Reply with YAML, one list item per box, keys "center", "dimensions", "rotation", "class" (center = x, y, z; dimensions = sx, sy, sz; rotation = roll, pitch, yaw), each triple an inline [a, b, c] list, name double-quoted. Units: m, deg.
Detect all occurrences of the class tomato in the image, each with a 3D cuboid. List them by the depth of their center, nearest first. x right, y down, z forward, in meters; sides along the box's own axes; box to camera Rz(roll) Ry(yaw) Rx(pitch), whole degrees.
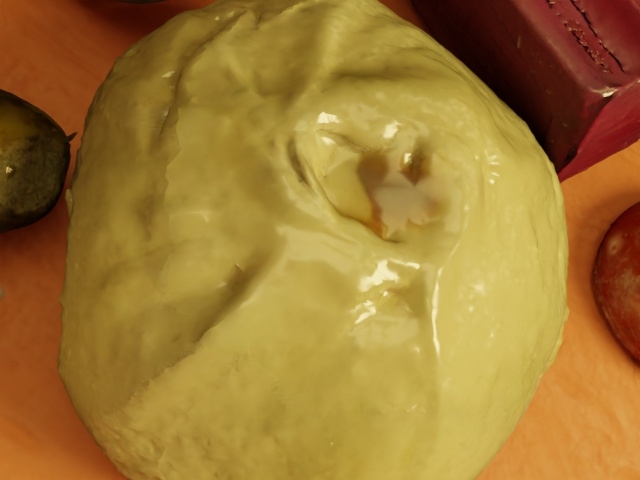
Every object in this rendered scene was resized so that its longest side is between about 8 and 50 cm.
- center: [0.289, 0.033, 0.641]
  dimensions: [0.139, 0.091, 0.159]
  rotation: [-23, 80, -15]
  class: "tomato"

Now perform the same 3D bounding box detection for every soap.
- center: [0.148, -0.176, 0.637]
  dimensions: [0.099, 0.162, 0.250]
  rotation: [-29, 70, -5]
  class: "soap"

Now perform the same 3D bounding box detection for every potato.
- center: [-0.279, -0.053, 0.541]
  dimensions: [0.251, 0.113, 0.149]
  rotation: [-6, 29, -8]
  class: "potato"

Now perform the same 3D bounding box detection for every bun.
- center: [0.003, -0.003, 0.543]
  dimensions: [0.364, 0.202, 0.365]
  rotation: [3, 73, -11]
  class: "bun"

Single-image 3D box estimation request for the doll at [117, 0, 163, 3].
- center: [-0.117, -0.288, 0.601]
  dimensions: [0.251, 0.221, 0.221]
  rotation: [22, 66, 33]
  class: "doll"
